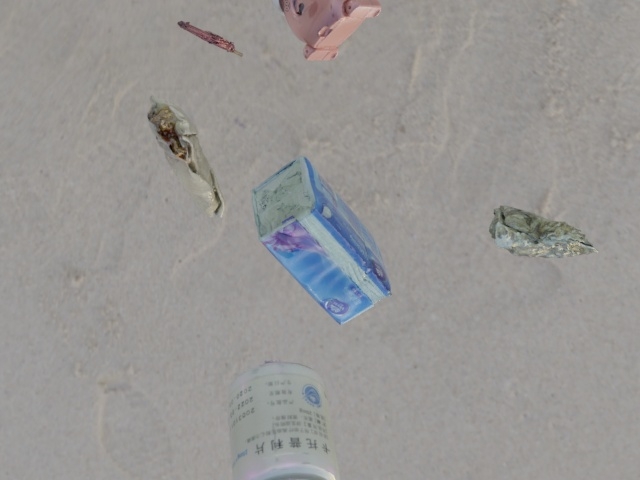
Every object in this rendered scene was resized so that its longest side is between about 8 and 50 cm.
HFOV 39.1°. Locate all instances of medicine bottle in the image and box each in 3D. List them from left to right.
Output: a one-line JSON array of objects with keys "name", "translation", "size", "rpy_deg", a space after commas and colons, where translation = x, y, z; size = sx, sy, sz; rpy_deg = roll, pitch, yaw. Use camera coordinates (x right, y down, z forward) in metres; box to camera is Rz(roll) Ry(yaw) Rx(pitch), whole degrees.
[{"name": "medicine bottle", "translation": [-0.057, 0.350, 1.422], "size": [0.170, 0.293, 0.170], "rpy_deg": [-5, 139, -4]}]

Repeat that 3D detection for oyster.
[{"name": "oyster", "translation": [0.284, -0.006, 1.187], "size": [0.177, 0.125, 0.064], "rpy_deg": [14, 90, -21]}]

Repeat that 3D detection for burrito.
[{"name": "burrito", "translation": [-0.247, -0.147, 1.721], "size": [0.076, 0.117, 0.392], "rpy_deg": [-28, 159, -5]}]

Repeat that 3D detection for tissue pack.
[{"name": "tissue pack", "translation": [0.000, 0.000, 1.742], "size": [0.146, 0.198, 0.263], "rpy_deg": [-33, 123, 13]}]

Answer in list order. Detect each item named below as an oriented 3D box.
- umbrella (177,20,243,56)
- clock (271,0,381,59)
[{"name": "umbrella", "translation": [-0.219, -0.406, 1.811], "size": [0.165, 0.027, 0.025], "rpy_deg": [18, 141, -43]}, {"name": "clock", "translation": [-0.004, -0.396, 1.460], "size": [0.093, 0.162, 0.166], "rpy_deg": [-13, 159, -49]}]
